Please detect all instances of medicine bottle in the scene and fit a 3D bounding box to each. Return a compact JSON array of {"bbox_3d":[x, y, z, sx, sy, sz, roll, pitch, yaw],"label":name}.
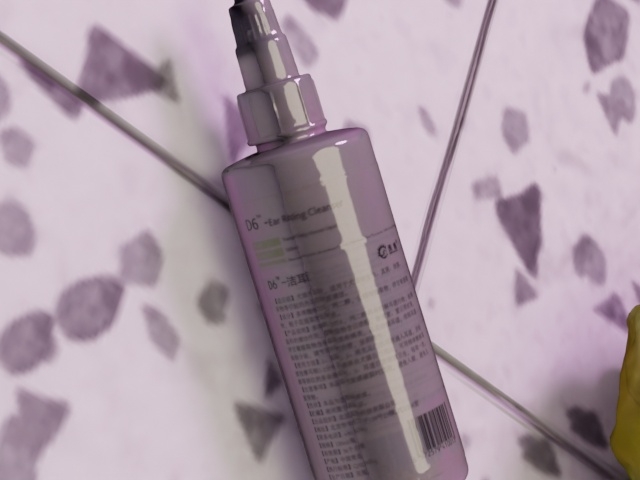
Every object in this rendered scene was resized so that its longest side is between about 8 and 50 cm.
[{"bbox_3d":[0.000,0.000,0.699,0.057,0.057,0.199,-23,97,-45],"label":"medicine bottle"}]

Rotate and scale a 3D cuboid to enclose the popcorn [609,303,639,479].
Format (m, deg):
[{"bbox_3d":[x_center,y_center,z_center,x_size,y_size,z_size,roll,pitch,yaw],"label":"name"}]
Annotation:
[{"bbox_3d":[0.238,0.096,0.792,0.256,0.255,0.195,33,15,11],"label":"popcorn"}]
